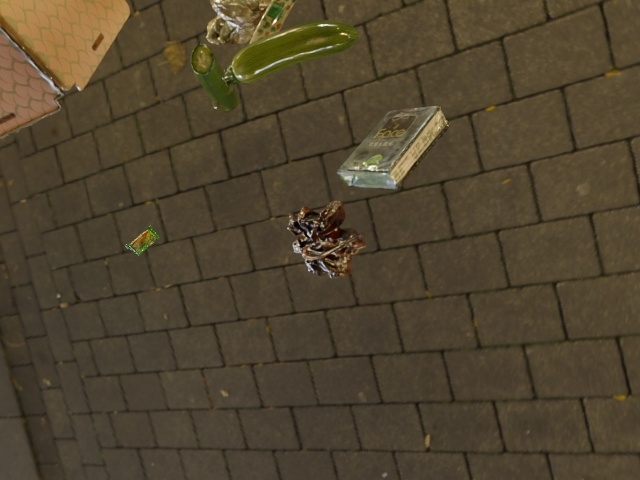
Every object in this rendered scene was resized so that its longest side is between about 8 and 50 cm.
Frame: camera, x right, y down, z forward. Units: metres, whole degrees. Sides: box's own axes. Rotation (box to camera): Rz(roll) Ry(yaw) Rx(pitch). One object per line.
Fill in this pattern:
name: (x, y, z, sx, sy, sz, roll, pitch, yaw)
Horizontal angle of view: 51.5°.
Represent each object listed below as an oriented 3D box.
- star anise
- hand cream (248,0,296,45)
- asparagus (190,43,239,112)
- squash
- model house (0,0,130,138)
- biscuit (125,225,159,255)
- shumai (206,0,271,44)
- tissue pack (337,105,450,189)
star anise: (0.000, 0.000, 1.595, 0.190, 0.125, 0.220, 49, 146, 25)
hand cream: (-0.106, -0.457, 1.407, 0.057, 0.037, 0.165, 33, 98, 26)
asparagus: (-0.227, -0.342, 1.434, 0.067, 0.278, 0.060, -1, 83, 6)
squash: (-0.059, -0.344, 1.197, 0.258, 0.069, 0.069, -17, 93, 3)
model house: (-0.386, -0.237, 0.760, 0.326, 0.169, 0.244, -43, 49, -12)
biscuit: (-0.462, 0.003, 1.734, 0.089, 0.016, 0.046, -39, 114, 9)
shumai: (-0.190, -0.543, 1.576, 0.209, 0.161, 0.153, 44, 140, 34)
tissue pack: (0.171, -0.217, 1.562, 0.173, 0.235, 0.073, 8, 141, 50)
